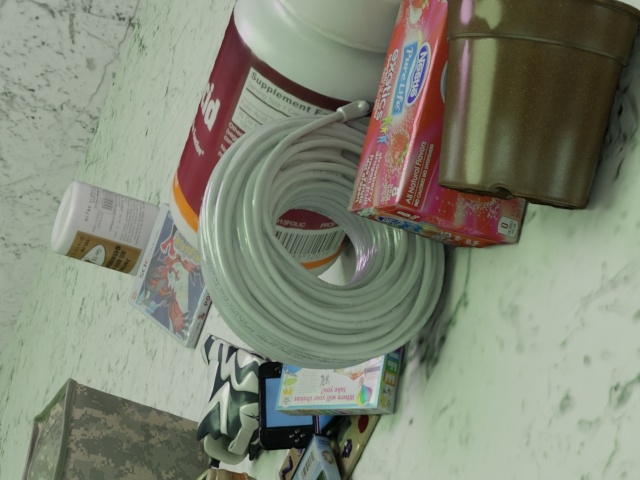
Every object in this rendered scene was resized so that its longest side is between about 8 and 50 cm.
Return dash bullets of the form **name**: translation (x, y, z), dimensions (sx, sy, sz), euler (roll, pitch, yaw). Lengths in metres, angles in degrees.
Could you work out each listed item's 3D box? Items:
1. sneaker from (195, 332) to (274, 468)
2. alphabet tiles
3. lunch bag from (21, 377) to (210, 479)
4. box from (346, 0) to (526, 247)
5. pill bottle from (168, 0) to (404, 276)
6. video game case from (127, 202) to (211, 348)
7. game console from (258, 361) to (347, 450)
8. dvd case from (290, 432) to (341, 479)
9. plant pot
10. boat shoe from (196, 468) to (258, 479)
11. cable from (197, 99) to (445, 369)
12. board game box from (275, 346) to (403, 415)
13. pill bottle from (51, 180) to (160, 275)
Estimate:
- **sneaker**: translation (-0.120, 0.211, 1.642), dimensions (0.235, 0.094, 0.153), euler (14, 80, 63)
- **alphabet tiles**: translation (-0.002, 0.212, 1.453), dimensions (0.237, 0.009, 0.198), euler (-112, 43, -61)
- **lunch bag**: translation (-0.283, 0.371, 1.736), dimensions (0.169, 0.235, 0.287), euler (-46, 32, 42)
- **box**: translation (0.132, -0.131, 1.203), dimensions (0.123, 0.128, 0.256), euler (-6, 67, 69)
- **pill bottle**: translation (-0.015, -0.160, 1.429), dimensions (0.224, 0.224, 0.392), euler (-96, 25, -48)
- **video game case**: translation (-0.234, 0.054, 2.085), dimensions (0.201, 0.023, 0.183), euler (29, 102, 48)
- **game console**: translation (-0.019, 0.164, 1.425), dimensions (0.071, 0.107, 0.122), euler (86, -179, -45)
- **dvd case**: translation (-0.009, 0.347, 1.315), dimensions (0.253, 0.022, 0.180), euler (-110, 38, -56)
- **plant pot**: translation (0.170, -0.115, 1.056), dimensions (0.167, 0.167, 0.165), euler (-169, 89, -70)
- **boat shoe**: translation (-0.157, 0.405, 1.493), dimensions (0.302, 0.103, 0.113), euler (-62, 18, -2)
- **cable**: translation (0.000, 0.000, 1.253), dimensions (0.089, 0.257, 0.257), euler (-40, 65, 58)
- **board game box**: translation (0.020, 0.132, 1.353), dimensions (0.154, 0.026, 0.103), euler (-8, 64, 45)
- **pill bottle**: translation (-0.338, -0.010, 2.211), dimensions (0.131, 0.229, 0.131), euler (-52, 28, 44)
